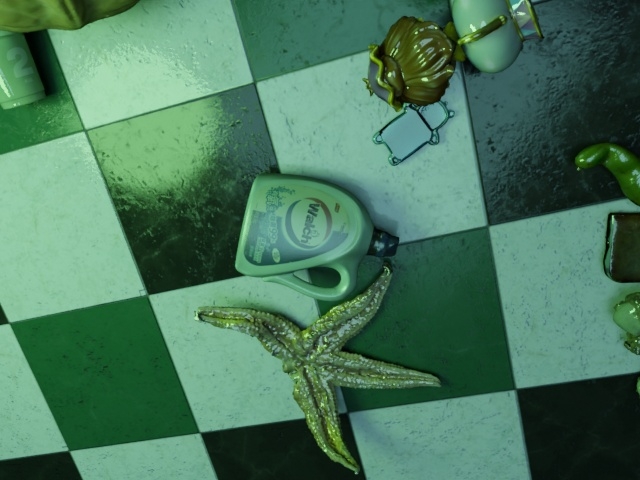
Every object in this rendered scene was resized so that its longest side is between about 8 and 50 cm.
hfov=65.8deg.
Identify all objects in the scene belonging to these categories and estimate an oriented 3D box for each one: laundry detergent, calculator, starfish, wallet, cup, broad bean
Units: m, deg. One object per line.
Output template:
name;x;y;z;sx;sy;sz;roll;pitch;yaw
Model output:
laundry detergent;0.000;0.000;0.905;0.280;0.105;0.215;15;97;2
calculator;0.164;-0.197;0.869;0.141;0.019;0.094;-36;100;15
starfish;0.011;0.238;0.975;0.383;0.132;0.398;-24;87;5
wallet;0.633;0.014;0.866;0.255;0.031;0.137;0;108;8
cup;-0.566;-0.313;0.887;0.119;0.120;0.141;-7;116;10
broad bean;0.530;-0.103;0.832;0.213;0.048;0.070;27;103;-3

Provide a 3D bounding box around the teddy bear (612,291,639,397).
teddy bear;0.664;0.215;0.862;0.267;0.156;0.256;15;114;45

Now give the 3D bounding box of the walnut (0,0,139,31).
walnut;-0.414;-0.491;0.699;0.380;0.381;0.382;2;108;7

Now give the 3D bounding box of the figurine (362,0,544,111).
figurine;0.187;-0.293;0.752;0.263;0.189;0.142;-19;101;30
